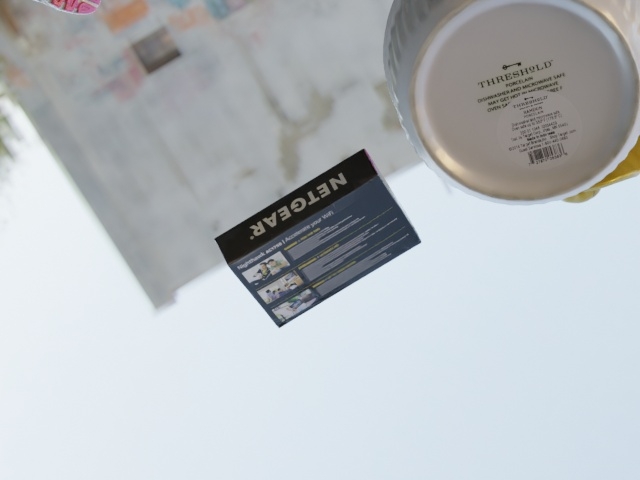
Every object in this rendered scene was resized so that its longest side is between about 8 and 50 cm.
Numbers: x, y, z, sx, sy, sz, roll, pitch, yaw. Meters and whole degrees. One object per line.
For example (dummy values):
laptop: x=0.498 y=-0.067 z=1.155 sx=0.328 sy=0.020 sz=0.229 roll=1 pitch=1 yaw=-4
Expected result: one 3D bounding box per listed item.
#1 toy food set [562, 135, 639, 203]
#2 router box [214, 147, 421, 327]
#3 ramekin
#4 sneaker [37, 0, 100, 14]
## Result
toy food set: x=0.195 y=-0.108 z=1.432 sx=0.128 sy=0.071 sz=0.218 roll=-21 pitch=-124 yaw=-12
router box: x=0.000 y=0.000 z=1.681 sx=0.179 sy=0.133 sz=0.046 roll=-31 pitch=-129 yaw=3
ramekin: x=0.147 y=-0.124 z=1.199 sx=0.207 sy=0.207 sz=0.109 roll=-25 pitch=-159 yaw=15
sneaker: x=-0.351 y=-0.319 z=1.998 sx=0.075 sy=0.170 sz=0.063 roll=5 pitch=-101 yaw=68
